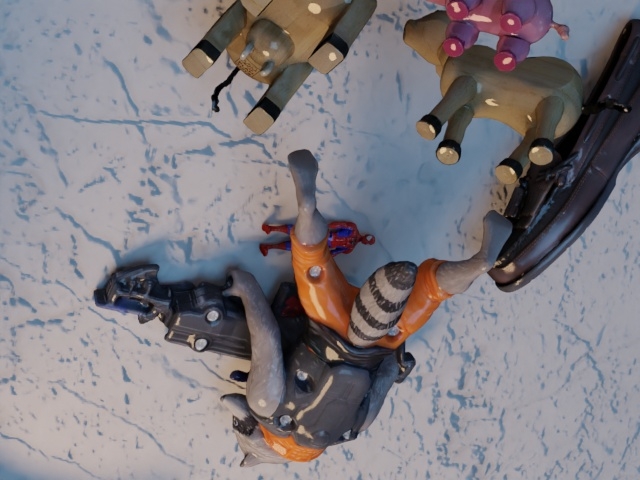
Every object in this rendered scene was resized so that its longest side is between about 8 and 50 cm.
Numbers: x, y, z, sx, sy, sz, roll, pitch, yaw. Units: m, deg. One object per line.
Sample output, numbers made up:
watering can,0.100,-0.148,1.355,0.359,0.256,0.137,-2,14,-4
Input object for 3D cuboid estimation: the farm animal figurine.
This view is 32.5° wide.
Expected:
farm animal figurine,0.037,-0.195,0.858,0.330,0.327,0.172,54,45,-25

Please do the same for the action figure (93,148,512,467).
action figure,-0.026,0.085,1.002,0.341,0.178,0.330,9,127,-20

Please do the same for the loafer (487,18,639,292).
loafer,0.252,-0.087,1.099,0.095,0.109,0.302,41,89,-12

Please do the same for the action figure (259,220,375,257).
action figure,0.000,0.000,1.071,0.115,0.030,0.038,-2,110,-23
